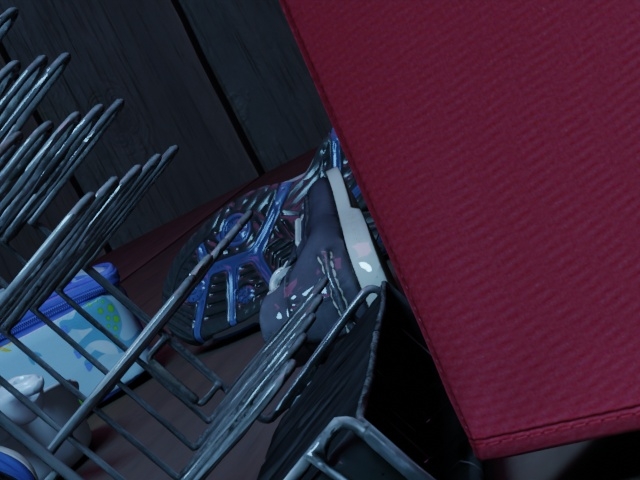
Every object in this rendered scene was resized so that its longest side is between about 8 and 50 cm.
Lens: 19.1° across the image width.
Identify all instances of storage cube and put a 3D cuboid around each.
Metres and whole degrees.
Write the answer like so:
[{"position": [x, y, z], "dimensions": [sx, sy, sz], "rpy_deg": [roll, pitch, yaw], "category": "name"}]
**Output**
[{"position": [0.118, -0.082, 0.476], "dimensions": [0.215, 0.193, 0.184], "rpy_deg": [-18, 9, 37], "category": "storage cube"}]

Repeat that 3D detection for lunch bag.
[{"position": [-0.203, 0.081, 1.213], "dimensions": [0.176, 0.090, 0.219], "rpy_deg": [-26, 5, -16], "category": "lunch bag"}]

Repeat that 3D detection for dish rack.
[{"position": [-0.080, -0.007, 0.530], "dimensions": [0.074, 0.271, 0.208], "rpy_deg": [-50, 2, 7], "category": "dish rack"}]

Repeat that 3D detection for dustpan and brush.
[{"position": [-0.161, 0.100, 0.928], "dimensions": [0.147, 0.060, 0.211], "rpy_deg": [-30, 6, -28], "category": "dustpan and brush"}]

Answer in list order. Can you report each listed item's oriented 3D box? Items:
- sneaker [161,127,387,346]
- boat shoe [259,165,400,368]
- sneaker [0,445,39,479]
[{"position": [0.000, 0.000, 1.133], "dimensions": [0.211, 0.080, 0.081], "rpy_deg": [-34, -32, 10], "category": "sneaker"}, {"position": [-0.003, 0.015, 0.897], "dimensions": [0.065, 0.075, 0.206], "rpy_deg": [-24, 10, 1], "category": "boat shoe"}, {"position": [-0.191, 0.104, 0.791], "dimensions": [0.152, 0.058, 0.084], "rpy_deg": [12, 2, -11], "category": "sneaker"}]
